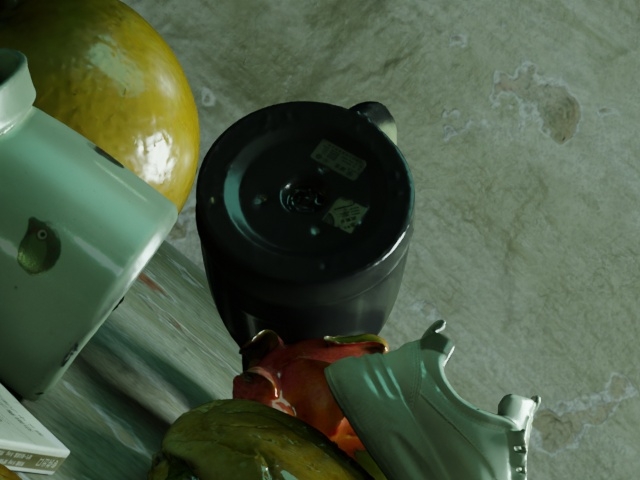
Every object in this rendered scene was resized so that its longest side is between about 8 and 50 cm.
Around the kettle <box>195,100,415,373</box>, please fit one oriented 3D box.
[{"bbox_3d":[0.000,0.000,1.790,0.228,0.321,0.324,23,-30,12],"label":"kettle"}]

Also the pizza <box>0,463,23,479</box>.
[{"bbox_3d":[-0.195,0.132,0.671,0.406,0.130,0.440,39,-8,-40],"label":"pizza"}]

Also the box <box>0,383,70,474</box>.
[{"bbox_3d":[-0.258,0.119,1.146,0.109,0.029,0.198,40,1,18],"label":"box"}]

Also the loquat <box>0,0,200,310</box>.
[{"bbox_3d":[-0.270,-0.082,1.614,0.328,0.328,0.359,-136,-155,-66],"label":"loquat"}]

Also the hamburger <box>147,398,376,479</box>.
[{"bbox_3d":[-0.019,0.239,1.386,0.265,0.134,0.285,44,-2,-11],"label":"hamburger"}]

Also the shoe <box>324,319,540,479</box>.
[{"bbox_3d":[0.145,0.205,1.434,0.316,0.159,0.124,53,-4,9],"label":"shoe"}]

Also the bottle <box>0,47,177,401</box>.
[{"bbox_3d":[-0.307,-0.055,1.342,0.352,0.229,0.229,39,2,-5],"label":"bottle"}]

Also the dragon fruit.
[{"bbox_3d":[0.004,0.199,1.625,0.227,0.224,0.224,6,13,-17],"label":"dragon fruit"}]
